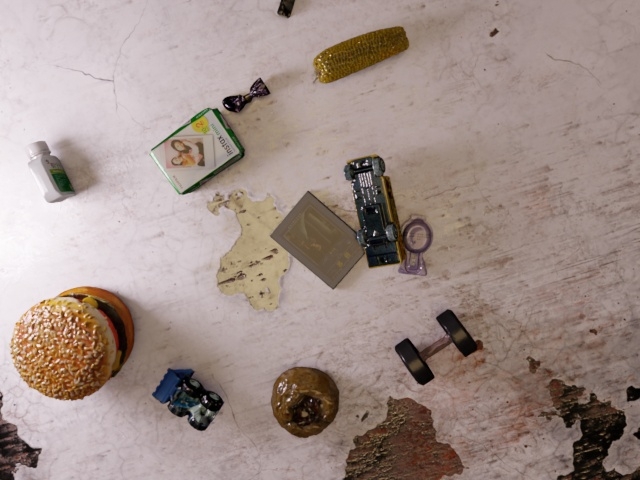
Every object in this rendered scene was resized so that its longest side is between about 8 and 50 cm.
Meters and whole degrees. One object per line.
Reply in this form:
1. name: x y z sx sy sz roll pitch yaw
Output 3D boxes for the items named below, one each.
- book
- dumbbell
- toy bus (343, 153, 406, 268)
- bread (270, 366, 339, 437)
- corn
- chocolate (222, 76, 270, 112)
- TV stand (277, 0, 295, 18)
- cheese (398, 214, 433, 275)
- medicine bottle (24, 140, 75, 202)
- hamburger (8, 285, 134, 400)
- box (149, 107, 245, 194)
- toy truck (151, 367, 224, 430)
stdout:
1. book: 0.000 0.000 1.775 0.269 0.025 0.191 41 95 -4
2. dumbbell: 0.358 0.333 1.746 0.218 0.152 0.152 -36 95 5
3. toy bus: 0.172 -0.090 1.707 0.121 0.123 0.335 -10 96 27
4. bread: -0.048 0.517 1.789 0.230 0.123 0.230 0 94 0
5. corn: 0.110 -0.557 1.673 0.310 0.101 0.101 -22 96 5
6. chocolate: -0.226 -0.436 1.715 0.147 0.072 0.070 -30 136 12
7. TV stand: -0.074 -0.790 1.677 0.036 0.042 0.249 19 96 1
8. cheese: 0.298 0.015 1.765 0.105 0.042 0.191 7 97 1
9. medicine bottle: -0.830 -0.208 1.714 0.069 0.119 0.183 -26 94 7
10. hamburger: -0.749 0.313 1.707 0.330 0.250 0.330 0 96 1
11. box: -0.370 -0.269 1.710 0.250 0.103 0.180 -35 96 5
12. toy truck: -0.414 0.494 1.788 0.208 0.126 0.113 34 97 1
